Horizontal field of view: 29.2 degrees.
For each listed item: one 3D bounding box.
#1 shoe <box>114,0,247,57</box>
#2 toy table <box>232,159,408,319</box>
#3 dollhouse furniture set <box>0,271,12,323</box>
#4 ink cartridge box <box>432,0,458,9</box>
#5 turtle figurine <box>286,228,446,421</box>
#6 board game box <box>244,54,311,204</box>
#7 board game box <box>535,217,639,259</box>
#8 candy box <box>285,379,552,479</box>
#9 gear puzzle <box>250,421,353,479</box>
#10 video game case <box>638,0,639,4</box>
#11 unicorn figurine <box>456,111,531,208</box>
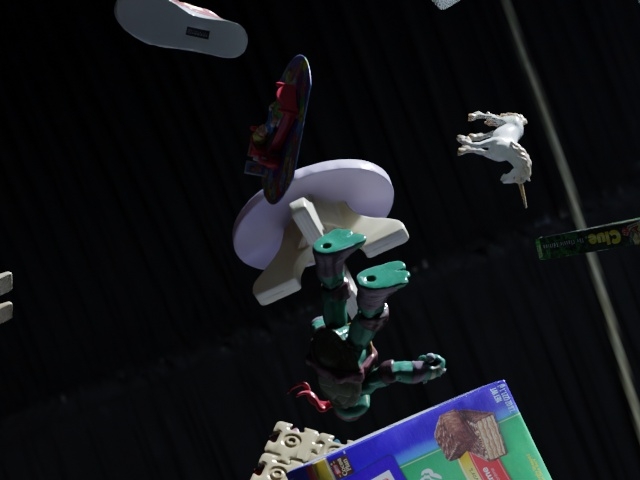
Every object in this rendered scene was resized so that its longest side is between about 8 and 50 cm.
[{"bbox_3d":[-0.186,-0.277,1.578,0.178,0.063,0.081,12,9,-25],"label":"shoe"},{"bbox_3d":[0.000,0.000,1.944,0.274,0.252,0.161,-34,36,13],"label":"toy table"},{"bbox_3d":[-0.610,0.064,1.892,0.135,0.262,0.259,-33,-24,-34],"label":"dollhouse furniture set"},{"bbox_3d":[0.118,-0.470,1.623,0.115,0.273,0.198,-31,-36,-7],"label":"ink cartridge box"},{"bbox_3d":[0.042,0.112,1.291,0.175,0.234,0.118,22,42,29],"label":"turtle figurine"},{"bbox_3d":[-0.053,-0.125,1.354,0.033,0.168,0.133,9,3,-18],"label":"board game box"},{"bbox_3d":[0.368,-0.014,1.382,0.136,0.030,0.260,-15,-4,43],"label":"board game box"},{"bbox_3d":[0.154,0.368,1.644,0.317,0.268,0.122,-20,-12,-24],"label":"candy box"},{"bbox_3d":[-0.046,0.450,2.047,0.176,0.044,0.339,13,39,11],"label":"gear puzzle"},{"bbox_3d":[0.423,-0.366,1.255,0.270,0.244,0.061,-25,-1,-1],"label":"video game case"},{"bbox_3d":[0.249,-0.132,1.711,0.111,0.060,0.162,9,55,20],"label":"unicorn figurine"}]
